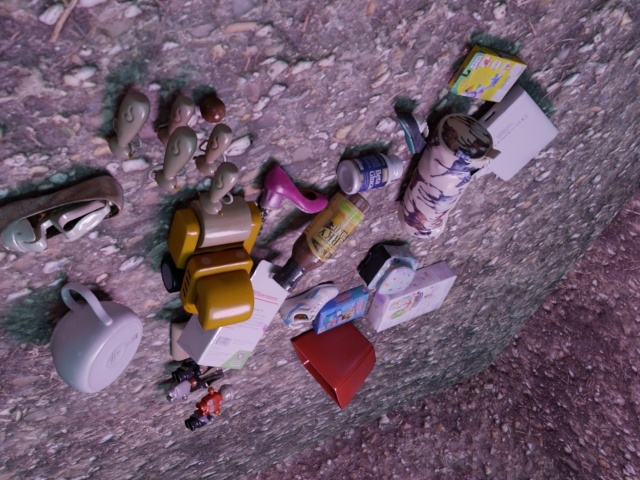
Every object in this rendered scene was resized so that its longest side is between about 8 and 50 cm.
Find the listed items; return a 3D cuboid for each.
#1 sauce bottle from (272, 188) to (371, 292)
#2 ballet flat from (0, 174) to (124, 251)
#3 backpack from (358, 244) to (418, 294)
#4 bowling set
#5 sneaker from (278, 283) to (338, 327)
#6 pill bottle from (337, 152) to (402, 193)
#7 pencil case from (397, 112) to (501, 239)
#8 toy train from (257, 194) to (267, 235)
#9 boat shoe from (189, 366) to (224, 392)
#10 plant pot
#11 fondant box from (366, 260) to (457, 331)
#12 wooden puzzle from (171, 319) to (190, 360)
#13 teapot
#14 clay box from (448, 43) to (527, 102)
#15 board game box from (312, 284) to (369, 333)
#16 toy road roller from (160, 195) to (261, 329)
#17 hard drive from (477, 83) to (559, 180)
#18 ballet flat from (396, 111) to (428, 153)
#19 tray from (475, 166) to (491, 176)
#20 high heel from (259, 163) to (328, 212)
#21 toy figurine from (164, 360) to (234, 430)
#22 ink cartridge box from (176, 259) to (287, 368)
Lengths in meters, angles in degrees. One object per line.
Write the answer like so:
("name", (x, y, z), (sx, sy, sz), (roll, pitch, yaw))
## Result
("sauce bottle", (0.000, 0.000, 1.712), (0.344, 0.111, 0.111), (-51, 148, 1))
("ballet flat", (-0.554, -0.039, 1.228), (0.315, 0.106, 0.108), (-26, 149, -11))
("backpack", (0.257, 0.103, 2.134), (0.188, 0.144, 0.166), (-5, 134, -42))
("bowling set", (-0.260, -0.191, 1.223), (0.154, 0.287, 0.200), (-51, 178, 39))
("sneaker", (-0.033, 0.228, 2.094), (0.228, 0.092, 0.087), (-24, 147, -16))
("pill bottle", (0.140, -0.189, 1.657), (0.169, 0.094, 0.094), (-16, 145, -26))
("pencil case", (0.362, -0.171, 1.778), (0.159, 0.183, 0.410), (-30, 157, -29))
("toy train", (-0.166, -0.064, 1.622), (0.036, 0.027, 0.158), (-7, 141, -30))
("boat shoe", (-0.420, 0.515, 2.189), (0.152, 0.049, 0.056), (-37, 149, 7))
("plant pot", (0.076, 0.466, 2.390), (0.235, 0.267, 0.267), (-38, 151, -14))
("fondant box", (0.371, 0.228, 2.458), (0.330, 0.096, 0.238), (-18, 146, -25))
("wooden puzzle", (-0.364, 0.293, 1.941), (0.238, 0.044, 0.221), (-12, 144, -23))
("teapot", (-0.596, 0.247, 1.536), (0.256, 0.187, 0.252), (-60, 168, -4))
("clay box", (0.439, -0.446, 1.605), (0.222, 0.053, 0.127), (-1, 137, -39))
("board game box", (0.075, 0.264, 2.285), (0.210, 0.047, 0.160), (-19, 146, -21))
("toy road roller", (-0.256, 0.070, 1.520), (0.202, 0.241, 0.330), (-10, 143, -33))
("hard drive", (0.593, -0.323, 1.867), (0.233, 0.047, 0.353), (-45, 146, 20))
("ballet flat", (0.255, -0.304, 1.625), (0.074, 0.074, 0.203), (-36, 155, 5))
("tray", (0.578, -0.309, 1.948), (0.145, 0.030, 0.270), (-29, 149, -7))
("high heel", (-0.054, -0.141, 1.586), (0.244, 0.082, 0.117), (1, 119, -43))
("toy figurine", (-0.412, 0.518, 2.053), (0.148, 0.213, 0.210), (-27, 156, -43))
("ink cartridge box", (-0.241, 0.198, 1.782), (0.354, 0.119, 0.207), (-58, 145, 4))
